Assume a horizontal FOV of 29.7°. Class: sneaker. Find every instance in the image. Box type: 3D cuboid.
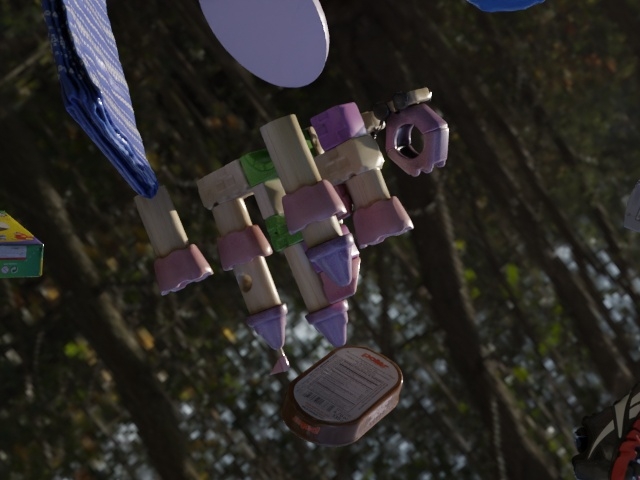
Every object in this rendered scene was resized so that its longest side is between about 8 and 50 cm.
[{"bbox_3d":[0.478,0.297,1.912,0.135,0.097,0.276,6,-142,31],"label":"sneaker"}]

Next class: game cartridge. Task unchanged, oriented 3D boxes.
[{"bbox_3d":[0.434,-0.049,1.588,0.083,0.056,0.017,-66,159,-1],"label":"game cartridge"}]

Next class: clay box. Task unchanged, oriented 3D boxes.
[{"bbox_3d":[-0.485,0.000,1.699,0.127,0.053,0.222,-1,-163,-31],"label":"clay box"}]

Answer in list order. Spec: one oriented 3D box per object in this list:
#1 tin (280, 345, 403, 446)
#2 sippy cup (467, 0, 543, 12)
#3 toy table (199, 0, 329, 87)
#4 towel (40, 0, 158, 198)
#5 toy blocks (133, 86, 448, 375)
[{"bbox_3d":[0.030,0.189,1.491,0.190,0.106,0.040,-32,147,-52],"label":"tin"},{"bbox_3d":[0.254,-0.428,1.610,0.305,0.240,0.224,-45,-161,42],"label":"sippy cup"},{"bbox_3d":[-0.079,-0.400,1.973,0.252,0.274,0.161,-13,-148,19],"label":"toy table"},{"bbox_3d":[-0.256,-0.233,1.350,0.040,0.336,0.243,-19,156,4],"label":"towel"},{"bbox_3d":[0.000,0.000,1.437,0.289,0.260,0.309,-25,177,39],"label":"toy blocks"}]
